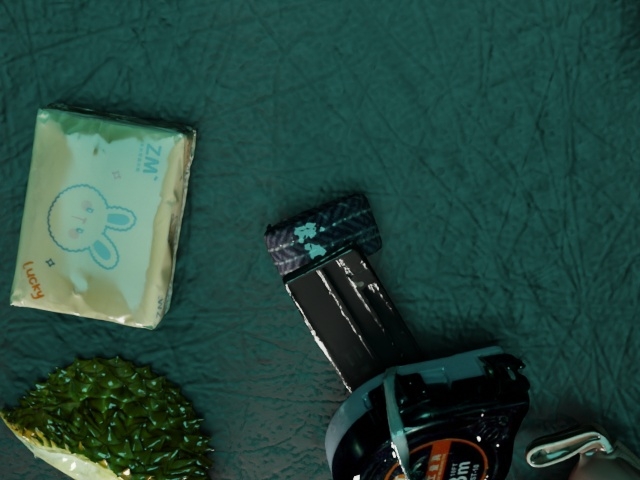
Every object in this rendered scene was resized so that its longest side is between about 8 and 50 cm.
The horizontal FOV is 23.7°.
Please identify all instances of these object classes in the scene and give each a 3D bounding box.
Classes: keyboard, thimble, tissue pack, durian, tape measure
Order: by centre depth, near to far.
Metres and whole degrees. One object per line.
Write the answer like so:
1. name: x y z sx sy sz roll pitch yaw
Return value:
1. tape measure: 0.097 0.195 1.457 0.181 0.107 0.182 -3 131 -16
2. thimble: 0.002 -0.001 1.460 0.104 0.095 0.066 -21 96 19
3. tissue pack: -0.208 -0.026 1.464 0.148 0.092 0.196 10 99 1
4. keyboard: 0.049 0.107 1.466 0.087 0.017 0.250 -28 124 6
5. durian: -0.194 0.205 1.513 0.252 0.144 0.139 29 137 -10

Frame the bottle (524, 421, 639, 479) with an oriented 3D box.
1. bottle: 0.227 0.332 1.471 0.206 0.173 0.297 38 99 4
